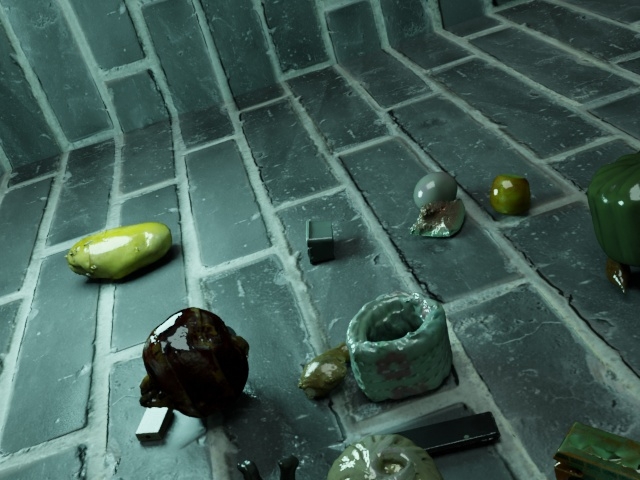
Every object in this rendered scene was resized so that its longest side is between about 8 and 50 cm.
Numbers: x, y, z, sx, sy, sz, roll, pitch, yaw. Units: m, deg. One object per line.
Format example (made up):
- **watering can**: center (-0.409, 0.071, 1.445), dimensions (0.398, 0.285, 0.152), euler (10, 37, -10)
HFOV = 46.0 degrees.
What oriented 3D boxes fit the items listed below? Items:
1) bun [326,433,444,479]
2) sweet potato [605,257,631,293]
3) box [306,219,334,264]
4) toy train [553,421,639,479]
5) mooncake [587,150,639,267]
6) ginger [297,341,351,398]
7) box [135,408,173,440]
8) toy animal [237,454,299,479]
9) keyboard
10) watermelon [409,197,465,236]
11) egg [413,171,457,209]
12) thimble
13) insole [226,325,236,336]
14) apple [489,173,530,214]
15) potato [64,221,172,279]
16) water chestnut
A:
- **bun**: center (0.104, 0.388, 1.175), dimensions (0.179, 0.127, 0.193), euler (-15, 32, -17)
- **sweet potato**: center (0.614, 0.075, 1.546), dimensions (0.049, 0.049, 0.117), euler (-8, 29, 16)
- **box**: center (0.000, 0.000, 1.967), dimensions (0.069, 0.084, 0.122), euler (-7, 31, 3)
- **toy train**: center (0.440, 0.341, 1.119), dimensions (0.188, 0.099, 0.072), euler (11, 39, 42)
- **mooncake**: center (0.715, -0.086, 1.525), dimensions (0.351, 0.187, 0.351), euler (-17, 18, 6)
- **ginger**: center (0.027, 0.252, 1.523), dimensions (0.165, 0.067, 0.096), euler (-36, 13, -31)
- **box**: center (-0.341, 0.374, 1.552), dimensions (0.053, 0.024, 0.083), euler (-8, 29, 15)
- **toy animal**: center (-0.053, 0.430, 1.179), dimensions (0.115, 0.146, 0.245), euler (-23, 30, -23)
- **keyboard**: center (0.195, 0.349, 1.318), dimensions (0.231, 0.023, 0.072), euler (-14, 22, 4)
- **watermelon**: center (0.316, -0.057, 1.917), dimensions (0.155, 0.080, 0.101), euler (-20, 34, -40)
- **egg**: center (0.306, -0.129, 2.002), dimensions (0.135, 0.103, 0.103), euler (-35, 34, -31)
- **thimble**: center (0.146, 0.206, 1.459), dimensions (0.211, 0.149, 0.185), euler (-32, 34, -27)
- **insole**: center (-0.210, 0.234, 1.748), dimensions (0.045, 0.002, 0.135), euler (-25, 30, -12)
- **apple**: center (0.479, -0.114, 1.894), dimensions (0.102, 0.099, 0.114), euler (8, 11, 23)
- **potato**: center (-0.570, 0.031, 2.151), dimensions (0.300, 0.140, 0.173), euler (-15, 21, -8)
- **water chestnut**: center (-0.268, 0.253, 1.532), dimensions (0.238, 0.223, 0.223), euler (-33, 29, 2)
